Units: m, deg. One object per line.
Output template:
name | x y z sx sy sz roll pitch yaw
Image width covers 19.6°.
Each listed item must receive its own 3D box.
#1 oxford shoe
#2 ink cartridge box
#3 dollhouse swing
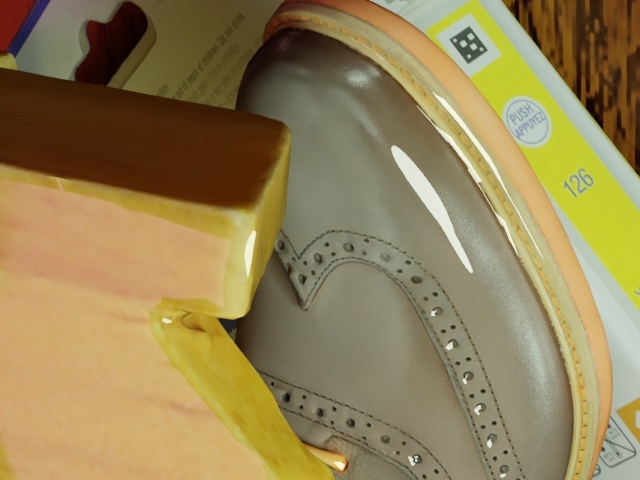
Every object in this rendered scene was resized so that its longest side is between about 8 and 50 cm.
oxford shoe | 0.017 0.091 0.652 0.130 0.132 0.364 18 132 41
ink cartridge box | 0.000 0.000 0.772 0.307 0.072 0.303 55 147 3
dollhouse swing | -0.086 0.106 0.670 0.315 0.305 0.347 11 106 25
